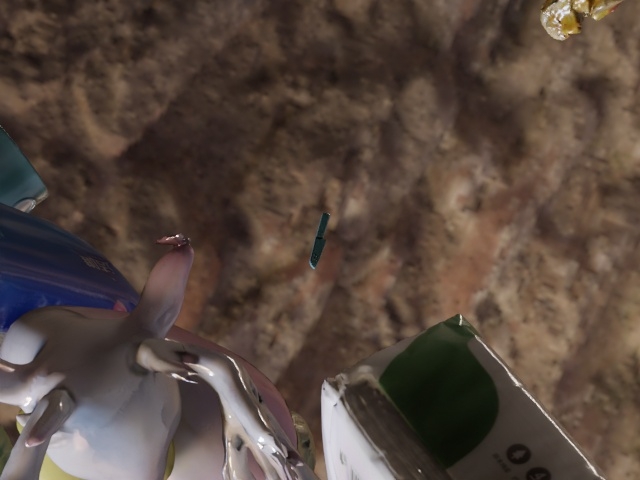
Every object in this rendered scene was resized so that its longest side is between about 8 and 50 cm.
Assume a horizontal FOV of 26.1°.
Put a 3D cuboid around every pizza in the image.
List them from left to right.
[{"bbox_3d":[0.287,-0.262,1.223,0.188,0.062,0.199,-55,10,-15],"label":"pizza"}]

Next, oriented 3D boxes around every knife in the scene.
[{"bbox_3d":[0.000,0.000,1.594,0.005,0.014,0.091,104,-178,-46],"label":"knife"}]

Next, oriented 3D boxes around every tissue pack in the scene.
[{"bbox_3d":[-0.293,0.040,1.186,0.137,0.209,0.269,-54,-34,5],"label":"tissue pack"},{"bbox_3d":[0.156,0.284,1.320,0.193,0.356,0.266,-22,-48,-17],"label":"tissue pack"}]

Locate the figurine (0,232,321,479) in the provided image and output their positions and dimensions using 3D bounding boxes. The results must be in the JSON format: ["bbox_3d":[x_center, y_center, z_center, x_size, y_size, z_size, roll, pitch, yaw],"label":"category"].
[{"bbox_3d":[-0.081,0.134,0.777,0.206,0.284,0.316,-29,-9,0],"label":"figurine"}]

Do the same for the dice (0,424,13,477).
[{"bbox_3d":[-0.580,0.358,1.731,0.318,0.322,0.330,80,-161,-45],"label":"dice"}]

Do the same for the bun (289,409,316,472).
[{"bbox_3d":[-0.087,0.348,1.978,0.239,0.141,0.239,-41,-34,-35],"label":"bun"}]

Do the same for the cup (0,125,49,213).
[{"bbox_3d":[-0.444,-0.061,1.658,0.173,0.167,0.300,-43,-14,-16],"label":"cup"}]
